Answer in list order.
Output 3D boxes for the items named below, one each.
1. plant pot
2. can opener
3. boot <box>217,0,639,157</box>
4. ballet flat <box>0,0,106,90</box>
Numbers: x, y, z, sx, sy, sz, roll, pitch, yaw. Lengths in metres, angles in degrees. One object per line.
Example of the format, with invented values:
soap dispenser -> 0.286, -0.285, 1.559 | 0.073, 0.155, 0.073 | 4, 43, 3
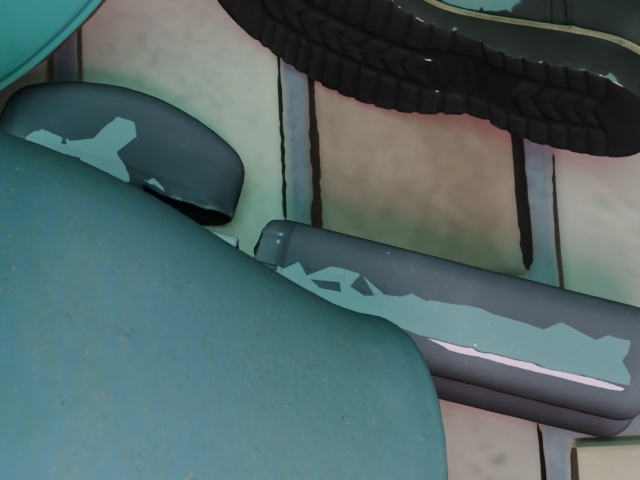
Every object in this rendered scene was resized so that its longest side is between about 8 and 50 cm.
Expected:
plant pot -> -0.105, 0.091, 0.664 | 0.255, 0.271, 0.272 | 12, 73, -19
can opener -> 0.000, 0.000, 0.793 | 0.283, 0.076, 0.095 | 14, 74, 2
boot -> 0.067, -0.122, 0.844 | 0.197, 0.077, 0.137 | 21, 60, 8
ballet flat -> -0.232, -0.067, 0.787 | 0.342, 0.124, 0.116 | -37, 121, 0
